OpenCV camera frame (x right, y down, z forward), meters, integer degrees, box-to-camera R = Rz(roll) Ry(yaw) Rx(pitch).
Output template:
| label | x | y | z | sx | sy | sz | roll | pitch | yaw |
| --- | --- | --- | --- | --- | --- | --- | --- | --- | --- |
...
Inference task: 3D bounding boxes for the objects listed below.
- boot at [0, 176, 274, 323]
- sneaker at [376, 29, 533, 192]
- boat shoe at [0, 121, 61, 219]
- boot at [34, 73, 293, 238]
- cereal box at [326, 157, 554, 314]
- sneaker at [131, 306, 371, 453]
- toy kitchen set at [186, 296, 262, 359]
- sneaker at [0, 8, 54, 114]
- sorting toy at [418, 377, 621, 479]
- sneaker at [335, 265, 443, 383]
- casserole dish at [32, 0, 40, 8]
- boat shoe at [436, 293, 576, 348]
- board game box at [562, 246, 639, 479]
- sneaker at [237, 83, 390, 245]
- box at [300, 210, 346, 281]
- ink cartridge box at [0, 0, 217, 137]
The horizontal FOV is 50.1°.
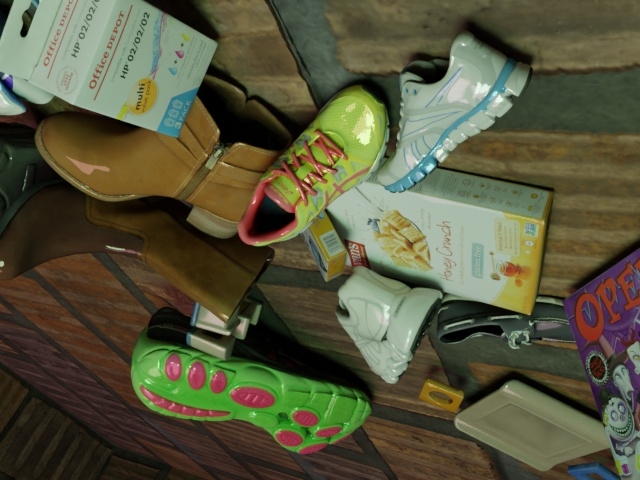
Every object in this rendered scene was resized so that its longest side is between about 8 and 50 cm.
| label | x | y | z | sx | sy | sz | roll | pitch | yaw |
| --- | --- | --- | --- | --- | --- | --- | --- | --- | --- |
| boot | -0.228 | 0.025 | 0.855 | 0.280 | 0.264 | 0.096 | 34 | 126 | 6 |
| sneaker | 0.095 | -0.115 | 0.607 | 0.083 | 0.071 | 0.190 | 38 | 141 | -7 |
| boat shoe | -0.438 | -0.087 | 0.843 | 0.130 | 0.132 | 0.355 | 21 | -170 | 20 |
| boot | -0.179 | -0.111 | 0.773 | 0.283 | 0.109 | 0.220 | 30 | 149 | -8 |
| cereal box | 0.124 | -0.009 | 0.757 | 0.240 | 0.047 | 0.173 | 14 | 147 | 22 |
| sneaker | -0.098 | 0.234 | 1.218 | 0.482 | 0.202 | 0.185 | 28 | 118 | -31 |
| toy kitchen set | -0.155 | 0.056 | 1.067 | 0.122 | 0.166 | 0.207 | 21 | 113 | 8 |
| sneaker | -0.378 | -0.246 | 0.725 | 0.236 | 0.130 | 0.322 | 29 | 147 | -23 |
| sorting toy | 0.323 | 0.277 | 1.054 | 0.347 | 0.047 | 0.196 | 26 | 146 | 0 |
| sneaker | 0.082 | 0.107 | 0.900 | 0.118 | 0.110 | 0.292 | 27 | 161 | 12 |
| casserole dish | -0.261 | -0.238 | 0.650 | 0.188 | 0.037 | 0.114 | 49 | 173 | 0 |
| boat shoe | 0.238 | 0.110 | 0.836 | 0.206 | 0.065 | 0.075 | 4 | 143 | 34 |
| board game box | 0.344 | 0.083 | 0.582 | 0.056 | 0.208 | 0.347 | 1 | 153 | -14 |
| sneaker | -0.010 | -0.062 | 0.674 | 0.081 | 0.094 | 0.208 | 43 | 121 | 8 |
| box | 0.000 | 0.000 | 0.823 | 0.081 | 0.028 | 0.136 | 62 | 175 | 12 |
| ink cartridge box | -0.182 | -0.165 | 0.607 | 0.061 | 0.104 | 0.181 | 28 | -171 | 24 |
